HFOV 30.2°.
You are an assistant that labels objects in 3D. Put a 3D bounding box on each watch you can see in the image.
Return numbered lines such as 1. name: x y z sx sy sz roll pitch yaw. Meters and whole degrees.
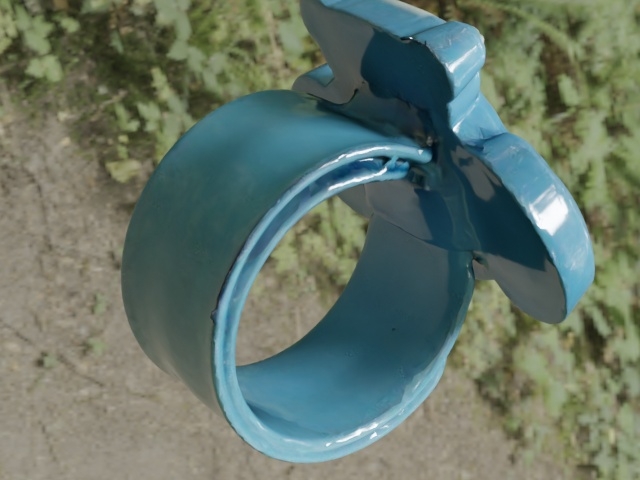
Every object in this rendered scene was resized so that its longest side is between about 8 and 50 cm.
1. watch: 0.000 0.000 0.585 0.193 0.211 0.211 -41 121 -17
